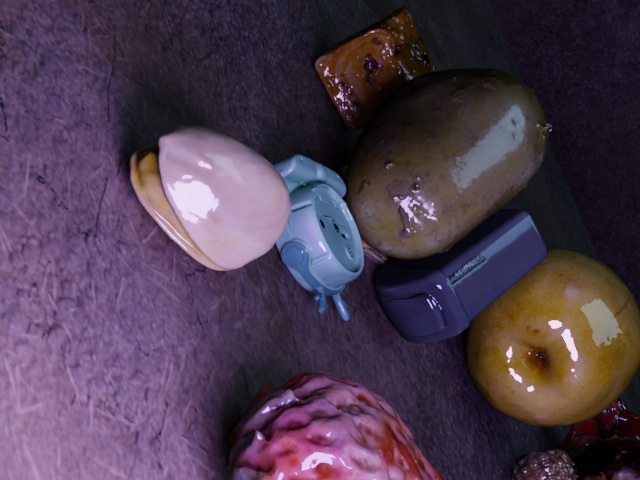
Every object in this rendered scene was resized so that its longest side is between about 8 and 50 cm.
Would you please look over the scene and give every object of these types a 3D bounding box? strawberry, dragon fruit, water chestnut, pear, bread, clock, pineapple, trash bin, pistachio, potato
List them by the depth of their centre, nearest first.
[{"bbox_3d":[0.060,0.265,1.140,0.336,0.149,0.265,42,12,-12],"label":"strawberry"},{"bbox_3d":[-0.109,-0.045,1.224,0.200,0.117,0.145,32,45,-55],"label":"pistachio"},{"bbox_3d":[0.000,0.000,1.508,0.159,0.066,0.210,17,54,-62],"label":"clock"},{"bbox_3d":[0.162,-0.112,1.683,0.359,0.270,0.219,-40,117,-34],"label":"potato"},{"bbox_3d":[0.194,0.049,1.694,0.101,0.236,0.177,61,-21,-14],"label":"trash bin"},{"bbox_3d":[0.090,-0.276,1.879,0.149,0.158,0.143,67,30,-13],"label":"bread"},{"bbox_3d":[0.370,0.440,1.894,0.108,0.108,0.197,40,42,-49],"label":"pineapple"},{"bbox_3d":[0.383,0.161,1.931,0.314,0.314,0.314,50,27,-37],"label":"pear"},{"bbox_3d":[0.543,0.474,1.988,0.300,0.300,0.300,50,27,-37],"label":"water chestnut"},{"bbox_3d":[0.562,0.396,2.198,0.234,0.234,0.292,6,79,-66],"label":"dragon fruit"}]

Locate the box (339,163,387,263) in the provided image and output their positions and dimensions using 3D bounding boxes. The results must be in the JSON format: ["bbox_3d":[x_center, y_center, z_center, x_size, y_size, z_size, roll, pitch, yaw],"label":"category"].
[{"bbox_3d":[0.065,-0.038,1.759,0.073,0.020,0.149,37,36,-54],"label":"box"}]
